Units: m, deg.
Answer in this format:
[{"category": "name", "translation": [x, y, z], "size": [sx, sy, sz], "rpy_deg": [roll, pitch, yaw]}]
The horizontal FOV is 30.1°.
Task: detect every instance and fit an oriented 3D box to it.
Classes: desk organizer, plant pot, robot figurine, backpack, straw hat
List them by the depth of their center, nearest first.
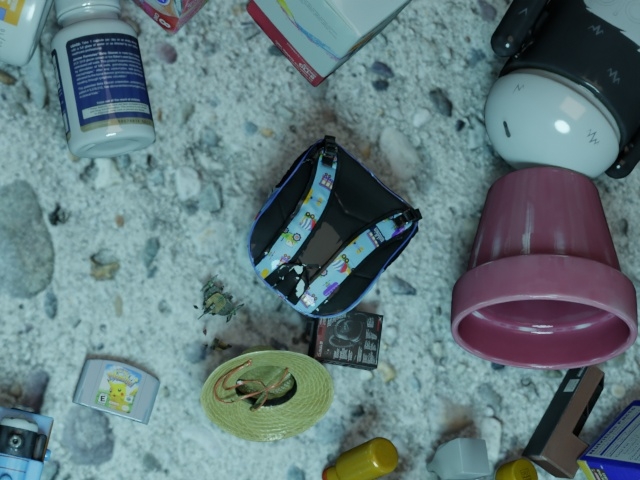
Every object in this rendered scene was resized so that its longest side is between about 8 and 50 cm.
[{"category": "straw hat", "translation": [-0.060, 0.146, 1.275], "size": [0.144, 0.144, 0.061], "rpy_deg": [4, 36, -15]}, {"category": "backpack", "translation": [0.000, 0.000, 1.293], "size": [0.158, 0.117, 0.173], "rpy_deg": [40, 71, -6]}, {"category": "plant pot", "translation": [0.249, 0.027, 1.333], "size": [0.201, 0.201, 0.180], "rpy_deg": [13, 61, -13]}, {"category": "desk organizer", "translation": [0.292, 0.208, 1.376], "size": [0.050, 0.047, 0.130], "rpy_deg": [36, 72, -9]}, {"category": "robot figurine", "translation": [0.308, -0.194, 1.395], "size": [0.209, 0.173, 0.278], "rpy_deg": [30, 71, 16]}]

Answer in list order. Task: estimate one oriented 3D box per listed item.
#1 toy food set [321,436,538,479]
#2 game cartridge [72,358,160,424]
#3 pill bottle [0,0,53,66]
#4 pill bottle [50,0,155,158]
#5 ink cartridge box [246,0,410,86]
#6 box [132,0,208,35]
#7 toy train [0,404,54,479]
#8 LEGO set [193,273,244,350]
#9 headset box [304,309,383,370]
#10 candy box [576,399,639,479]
[{"category": "toy food set", "translation": [0.123, 0.283, 1.304], "size": [0.232, 0.104, 0.111], "rpy_deg": [10, 62, -32]}, {"category": "game cartridge", "translation": [-0.214, 0.157, 1.255], "size": [0.083, 0.017, 0.056], "rpy_deg": [18, 71, -12]}, {"category": "pill bottle", "translation": [-0.408, -0.292, 1.213], "size": [0.272, 0.152, 0.152], "rpy_deg": [19, 75, -13]}, {"category": "pill bottle", "translation": [-0.236, -0.180, 1.271], "size": [0.094, 0.094, 0.169], "rpy_deg": [-9, 83, -18]}, {"category": "ink cartridge box", "translation": [0.020, -0.278, 1.321], "size": [0.128, 0.176, 0.127], "rpy_deg": [-42, 93, -19]}, {"category": "box", "translation": [-0.109, -0.393, 1.320], "size": [0.142, 0.154, 0.300], "rpy_deg": [42, 70, -5]}, {"category": "toy train", "translation": [-0.311, 0.250, 1.161], "size": [0.080, 0.105, 0.184], "rpy_deg": [15, 76, -13]}, {"category": "LEGO set", "translation": [-0.115, 0.079, 1.299], "size": [0.054, 0.023, 0.083], "rpy_deg": [17, 88, -10]}, {"category": "headset box", "translation": [0.024, 0.108, 1.324], "size": [0.083, 0.032, 0.062], "rpy_deg": [10, 76, -13]}, {"category": "candy box", "translation": [0.455, 0.312, 1.242], "size": [0.122, 0.317, 0.268], "rpy_deg": [-37, 100, -21]}]
